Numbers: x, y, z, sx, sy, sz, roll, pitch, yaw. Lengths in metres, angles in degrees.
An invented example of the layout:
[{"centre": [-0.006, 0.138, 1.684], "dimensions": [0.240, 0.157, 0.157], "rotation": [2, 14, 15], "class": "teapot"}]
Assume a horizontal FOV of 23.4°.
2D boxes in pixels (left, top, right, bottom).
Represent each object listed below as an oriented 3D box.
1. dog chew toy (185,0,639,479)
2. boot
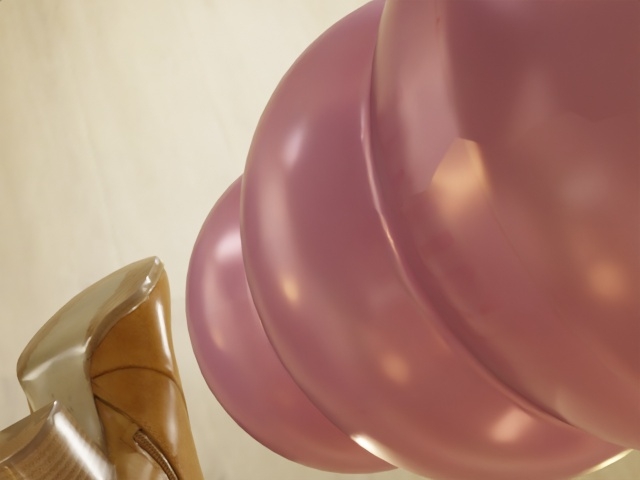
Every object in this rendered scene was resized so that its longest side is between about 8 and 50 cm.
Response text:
[{"centre": [0.068, -0.010, 0.517], "dimensions": [0.206, 0.332, 0.206], "rotation": [16, -119, -32], "class": "dog chew toy"}, {"centre": [-0.118, 0.155, 1.072], "dimensions": [0.211, 0.104, 0.295], "rotation": [56, -159, -19], "class": "boot"}]
